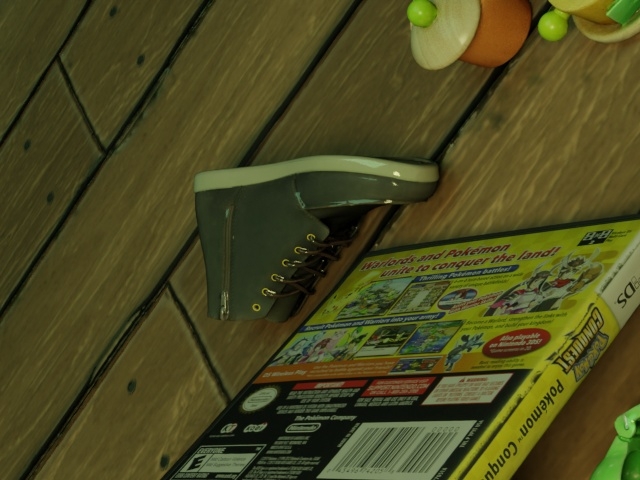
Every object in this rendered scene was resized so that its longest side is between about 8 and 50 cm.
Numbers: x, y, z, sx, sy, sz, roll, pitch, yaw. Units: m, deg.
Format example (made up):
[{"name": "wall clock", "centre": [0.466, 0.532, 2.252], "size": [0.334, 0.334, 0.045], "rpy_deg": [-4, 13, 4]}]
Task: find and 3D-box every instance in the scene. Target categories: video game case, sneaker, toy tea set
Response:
[{"name": "video game case", "centre": [0.054, 0.082, 1.053], "size": [0.275, 0.035, 0.248], "rpy_deg": [-9, 32, 51]}, {"name": "sneaker", "centre": [0.000, 0.000, 1.255], "size": [0.222, 0.083, 0.118], "rpy_deg": [-5, 87, 44]}, {"name": "toy tea set", "centre": [0.163, -0.251, 1.117], "size": [0.336, 0.124, 0.200], "rpy_deg": [-61, 37, 10]}]

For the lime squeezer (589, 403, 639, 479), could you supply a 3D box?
[{"name": "lime squeezer", "centre": [0.207, 0.119, 0.936], "size": [0.110, 0.059, 0.310], "rpy_deg": [28, 94, 54]}]
